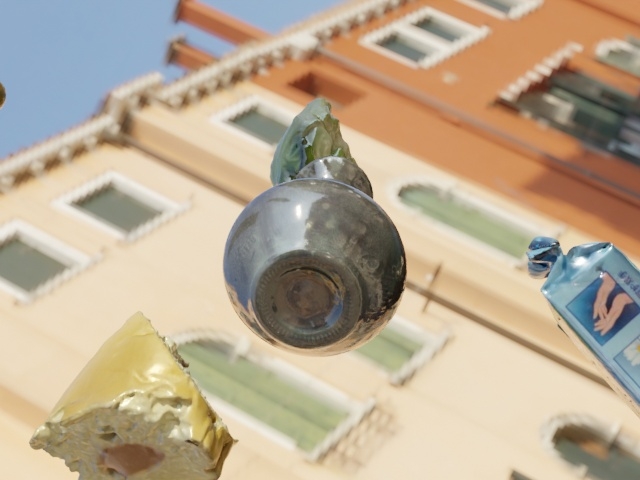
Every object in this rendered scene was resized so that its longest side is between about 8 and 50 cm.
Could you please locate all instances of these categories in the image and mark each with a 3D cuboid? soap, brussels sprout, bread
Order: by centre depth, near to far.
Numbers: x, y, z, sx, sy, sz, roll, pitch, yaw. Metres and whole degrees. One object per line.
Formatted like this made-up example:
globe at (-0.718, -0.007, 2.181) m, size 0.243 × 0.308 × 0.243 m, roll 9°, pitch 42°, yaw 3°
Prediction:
soap at (0.272, 0.107, 1.233) m, size 0.077 × 0.293 × 0.156 m, roll -42°, pitch -12°, yaw 3°
brussels sprout at (-0.009, -0.059, 1.747) m, size 0.100 × 0.139 × 0.181 m, roll -17°, pitch -69°, yaw -8°
bread at (-0.225, 0.245, 1.978) m, size 0.224 × 0.211 × 0.183 m, roll -43°, pitch -63°, yaw -6°

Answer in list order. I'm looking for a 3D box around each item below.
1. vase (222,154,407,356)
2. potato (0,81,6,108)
vase at (0.000, 0.000, 1.064) m, size 0.183 × 0.120 × 0.120 m, roll -78°, pitch 4°, yaw -65°
potato at (-0.365, -0.158, 1.651) m, size 0.083 × 0.040 × 0.051 m, roll 10°, pitch -105°, yaw -42°
